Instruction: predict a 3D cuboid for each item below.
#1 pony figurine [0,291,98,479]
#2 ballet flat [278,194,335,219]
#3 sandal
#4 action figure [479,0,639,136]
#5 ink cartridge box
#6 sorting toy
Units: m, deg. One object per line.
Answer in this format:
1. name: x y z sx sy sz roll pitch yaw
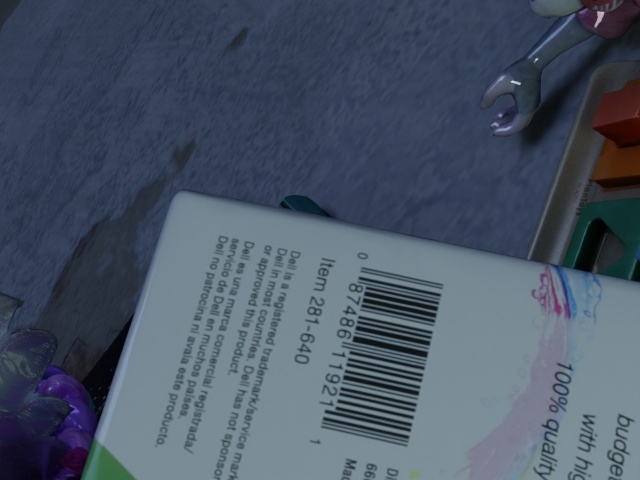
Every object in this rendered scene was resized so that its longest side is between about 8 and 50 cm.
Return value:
1. pony figurine: -0.144 0.187 0.803 0.351 0.303 0.363 -46 45 44
2. ballet flat: 0.000 0.000 0.942 0.041 0.041 0.114 -59 27 4
3. sandal: -0.154 0.103 1.110 0.067 0.040 0.179 -3 47 53
4. action figure: 0.171 -0.238 0.761 0.276 0.248 0.370 -21 40 14
5. ink cartridge box: 0.060 0.118 0.456 0.117 0.278 0.201 87 -164 -65
6. sorting toy: 0.174 -0.030 0.652 0.196 0.047 0.347 -2 63 59
